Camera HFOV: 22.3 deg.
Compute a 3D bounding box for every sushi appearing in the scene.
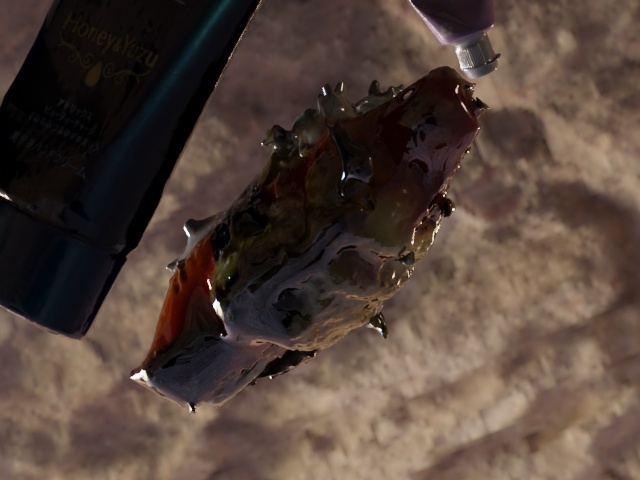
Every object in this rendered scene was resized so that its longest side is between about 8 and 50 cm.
[{"bbox_3d":[0.000,-0.003,0.760,0.097,0.103,0.226,22,-50,-34],"label":"sushi"}]

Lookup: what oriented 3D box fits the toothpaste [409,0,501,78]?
[{"bbox_3d":[0.085,-0.276,1.331,0.075,0.301,0.048,-27,17,-19],"label":"toothpaste"}]

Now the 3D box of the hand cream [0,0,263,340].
[{"bbox_3d":[-0.084,-0.091,0.749,0.061,0.120,0.270,25,-88,-58],"label":"hand cream"}]
